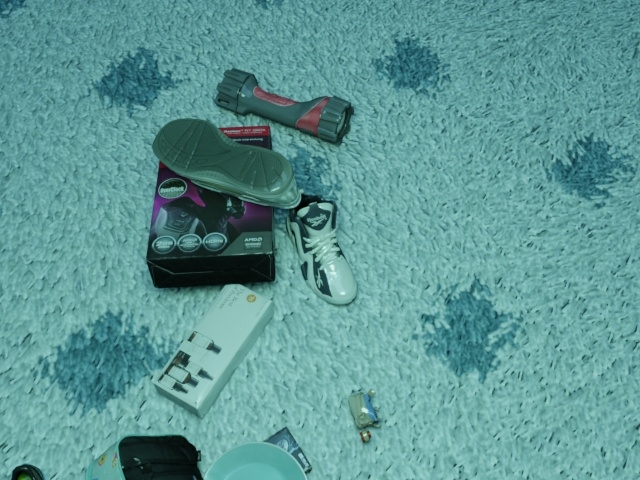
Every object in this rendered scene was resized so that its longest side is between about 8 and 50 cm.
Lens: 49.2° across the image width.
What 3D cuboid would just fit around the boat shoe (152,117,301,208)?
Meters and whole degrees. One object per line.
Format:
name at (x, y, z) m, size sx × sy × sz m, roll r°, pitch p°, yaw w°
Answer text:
boat shoe at (-0.182, -0.140, 1.322) m, size 0.320 × 0.103 × 0.118 m, roll 19°, pitch 70°, yaw 24°

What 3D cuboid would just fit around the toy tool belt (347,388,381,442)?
toy tool belt at (0.082, 0.299, 1.199) m, size 0.051 × 0.052 × 0.083 m, roll -20°, pitch 60°, yaw -3°

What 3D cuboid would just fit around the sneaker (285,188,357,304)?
sneaker at (0.000, 0.000, 1.329) m, size 0.094 × 0.153 × 0.235 m, roll -17°, pitch 59°, yaw -9°

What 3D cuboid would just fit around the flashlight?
flashlight at (-0.080, -0.308, 1.560) m, size 0.304 × 0.103 × 0.103 m, roll 24°, pitch 34°, yaw 15°

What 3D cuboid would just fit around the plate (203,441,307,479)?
plate at (-0.106, 0.421, 1.123) m, size 0.188 × 0.024 × 0.188 m, roll -4°, pitch 64°, yaw 8°

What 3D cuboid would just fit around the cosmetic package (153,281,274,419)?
cosmetic package at (-0.188, 0.191, 1.261) m, size 0.098 × 0.060 × 0.239 m, roll 26°, pitch 61°, yaw 14°

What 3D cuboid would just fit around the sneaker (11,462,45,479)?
sneaker at (-0.466, 0.441, 1.088) m, size 0.067 × 0.078 × 0.188 m, roll -10°, pitch 59°, yaw -6°

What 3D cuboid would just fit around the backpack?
backpack at (-0.268, 0.384, 1.060) m, size 0.144 × 0.188 × 0.166 m, roll -33°, pitch 61°, yaw 9°

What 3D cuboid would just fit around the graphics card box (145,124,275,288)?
graphics card box at (-0.208, -0.079, 1.383) m, size 0.232 × 0.094 × 0.371 m, roll -2°, pitch 49°, yaw -2°

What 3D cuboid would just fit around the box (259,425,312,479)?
box at (-0.063, 0.366, 1.174) m, size 0.067 × 0.018 × 0.083 m, roll -28°, pitch 62°, yaw -16°
